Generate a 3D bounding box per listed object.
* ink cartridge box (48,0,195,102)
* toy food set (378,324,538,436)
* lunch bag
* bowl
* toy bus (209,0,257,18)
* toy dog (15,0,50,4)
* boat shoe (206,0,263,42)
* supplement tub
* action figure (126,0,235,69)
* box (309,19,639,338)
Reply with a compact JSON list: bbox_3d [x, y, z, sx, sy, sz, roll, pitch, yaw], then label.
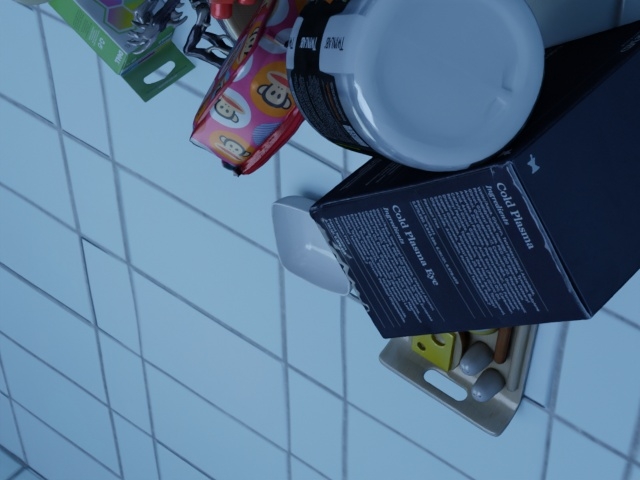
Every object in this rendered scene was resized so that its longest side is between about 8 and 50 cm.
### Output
[{"bbox_3d":[-0.279,-0.311,2.070,0.209,0.109,0.062,46,147,5],"label":"ink cartridge box"},{"bbox_3d":[0.178,0.118,1.982,0.219,0.092,0.306,31,142,25],"label":"toy food set"},{"bbox_3d":[-0.048,-0.224,1.720,0.120,0.293,0.258,33,148,-11],"label":"lunch bag"},{"bbox_3d":[0.000,0.000,2.107,0.142,0.053,0.142,24,139,34],"label":"bowl"},{"bbox_3d":[-0.099,-0.360,1.655,0.220,0.149,0.212,-115,28,-79],"label":"toy bus"},{"bbox_3d":[-0.421,-0.529,1.851,0.284,0.395,0.408,-27,85,16],"label":"toy dog"},{"bbox_3d":[-0.139,-0.382,1.855,0.092,0.103,0.285,0,119,55],"label":"boat shoe"},{"bbox_3d":[0.077,-0.174,1.421,0.194,0.193,0.316,59,171,-14],"label":"supplement tub"},{"bbox_3d":[-0.201,-0.312,1.935,0.141,0.164,0.276,-35,105,20],"label":"action figure"},{"bbox_3d":[0.225,-0.067,1.518,0.312,0.343,0.179,-12,113,54],"label":"box"}]
